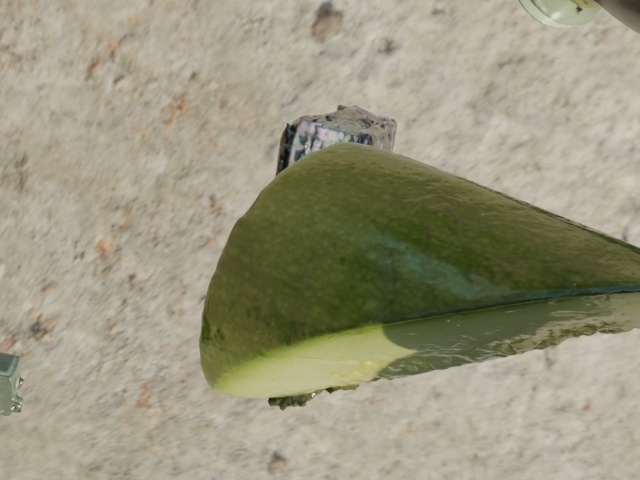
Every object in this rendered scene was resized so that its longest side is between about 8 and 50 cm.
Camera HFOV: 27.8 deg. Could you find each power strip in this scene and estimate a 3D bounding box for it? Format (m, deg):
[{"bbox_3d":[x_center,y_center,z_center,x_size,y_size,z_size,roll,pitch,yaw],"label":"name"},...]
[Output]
[{"bbox_3d":[-0.517,0.170,1.691,0.272,0.078,0.052,10,33,-1],"label":"power strip"}]

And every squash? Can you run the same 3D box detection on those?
[{"bbox_3d":[0.063,0.047,0.653,0.093,0.252,0.169,33,83,-53],"label":"squash"}]

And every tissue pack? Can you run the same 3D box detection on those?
[{"bbox_3d":[0.000,0.000,1.598,0.123,0.245,0.332,14,103,7],"label":"tissue pack"}]

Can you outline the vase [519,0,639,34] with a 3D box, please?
[{"bbox_3d":[0.300,-0.250,1.162,0.173,0.321,0.173,-5,103,-21],"label":"vase"}]
